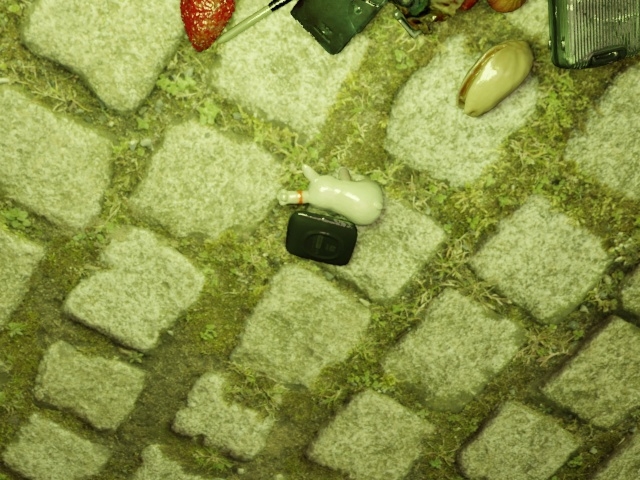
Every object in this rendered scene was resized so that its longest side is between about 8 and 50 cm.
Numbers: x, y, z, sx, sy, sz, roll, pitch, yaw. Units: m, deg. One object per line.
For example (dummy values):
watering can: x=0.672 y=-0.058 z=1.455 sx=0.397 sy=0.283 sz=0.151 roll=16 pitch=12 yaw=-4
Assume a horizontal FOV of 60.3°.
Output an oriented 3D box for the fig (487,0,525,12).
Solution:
fig: x=0.451 y=-0.598 z=1.325 sx=0.118 sy=0.153 sz=0.119 roll=6 pitch=140 yaw=5

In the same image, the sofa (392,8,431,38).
sofa: x=0.259 y=-0.584 z=1.367 sx=0.147 sy=0.060 sz=0.085 roll=-41 pitch=105 yaw=14

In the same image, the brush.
brush: x=-0.138 y=-0.579 z=1.383 sx=0.299 sy=0.042 sz=0.039 roll=-27 pitch=90 yaw=11

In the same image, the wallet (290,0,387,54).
wallet: x=0.063 y=-0.581 z=1.282 sx=0.172 sy=0.045 sz=0.318 roll=47 pitch=139 yaw=-7

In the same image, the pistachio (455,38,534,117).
pistachio: x=0.442 y=-0.413 z=1.398 sx=0.223 sy=0.126 sz=0.152 roll=-44 pitch=140 yaw=15

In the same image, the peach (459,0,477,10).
peach: x=0.319 y=-0.675 z=1.257 sx=0.153 sy=0.159 sz=0.268 roll=14 pitch=94 yaw=5

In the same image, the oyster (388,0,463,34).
oyster: x=0.174 y=-0.630 z=1.251 sx=0.361 sy=0.096 sz=0.221 roll=44 pitch=144 yaw=4

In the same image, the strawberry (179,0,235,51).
strawberry: x=-0.288 y=-0.575 z=1.361 sx=0.192 sy=0.085 sz=0.140 roll=-41 pitch=107 yaw=16

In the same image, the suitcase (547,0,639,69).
suitcase: x=0.660 y=-0.581 z=1.329 sx=0.202 sy=0.128 sz=0.313 roll=-11 pitch=110 yaw=4

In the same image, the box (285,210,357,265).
box: x=0.000 y=0.000 z=1.548 sx=0.200 sy=0.042 sz=0.213 roll=11 pitch=144 yaw=-4

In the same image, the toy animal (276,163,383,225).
toy animal: x=0.033 y=-0.130 z=1.504 sx=0.282 sy=0.138 sz=0.141 roll=16 pitch=102 yaw=2
